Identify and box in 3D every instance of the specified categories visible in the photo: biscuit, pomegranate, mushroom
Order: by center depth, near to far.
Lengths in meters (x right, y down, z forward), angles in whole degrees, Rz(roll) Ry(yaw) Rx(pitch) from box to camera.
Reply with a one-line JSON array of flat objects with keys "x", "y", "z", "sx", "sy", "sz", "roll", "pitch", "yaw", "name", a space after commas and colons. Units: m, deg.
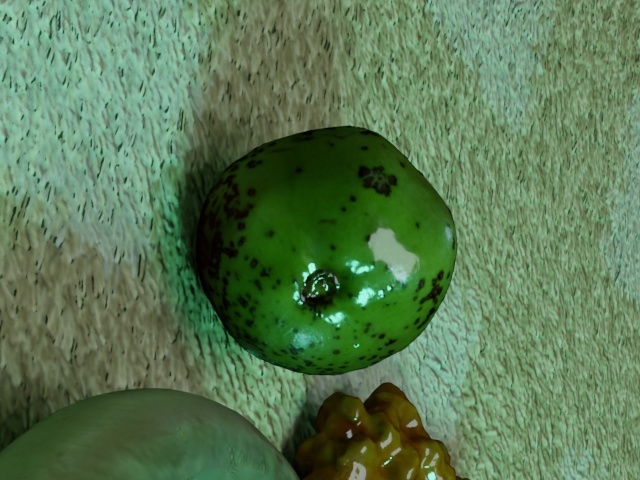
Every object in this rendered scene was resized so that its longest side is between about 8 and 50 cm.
[{"x": -0.098, "y": 0.281, "z": 1.259, "sx": 0.362, "sy": 0.294, "sz": 0.362, "roll": 8, "pitch": 80, "yaw": -54, "name": "mushroom"}, {"x": 0.000, "y": 0.000, "z": 1.542, "sx": 0.248, "sy": 0.214, "sz": 0.214, "roll": -109, "pitch": -174, "yaw": -75, "name": "pomegranate"}, {"x": 0.060, "y": 0.308, "z": 1.661, "sx": 0.312, "sy": 0.110, "sz": 0.318, "roll": 55, "pitch": 48, "yaw": -36, "name": "biscuit"}]
